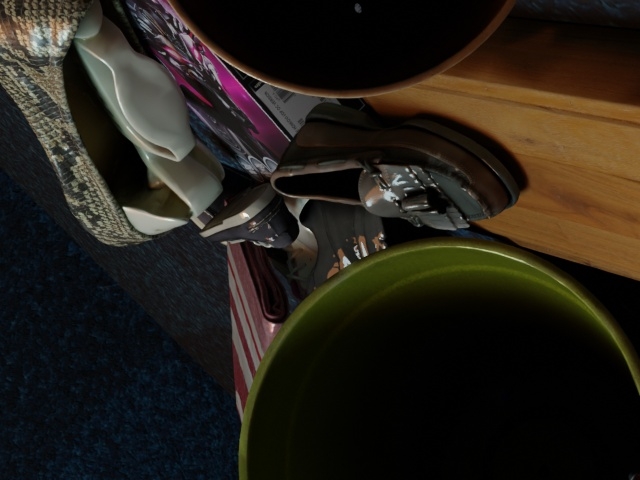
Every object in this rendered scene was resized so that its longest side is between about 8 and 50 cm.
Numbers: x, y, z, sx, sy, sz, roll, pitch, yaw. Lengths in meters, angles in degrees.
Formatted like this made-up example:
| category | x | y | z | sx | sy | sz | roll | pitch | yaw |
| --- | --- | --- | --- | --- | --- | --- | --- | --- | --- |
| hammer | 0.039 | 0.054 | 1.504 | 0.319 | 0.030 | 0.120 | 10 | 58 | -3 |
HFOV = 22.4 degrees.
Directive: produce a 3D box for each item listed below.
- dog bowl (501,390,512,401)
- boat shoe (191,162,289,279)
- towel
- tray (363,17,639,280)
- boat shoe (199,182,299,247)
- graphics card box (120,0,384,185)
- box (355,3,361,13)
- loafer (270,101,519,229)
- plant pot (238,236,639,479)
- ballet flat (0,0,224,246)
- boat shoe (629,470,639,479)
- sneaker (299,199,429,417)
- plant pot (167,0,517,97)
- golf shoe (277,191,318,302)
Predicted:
| category | x | y | z | sx | sy | sz | roll | pitch | yaw |
| --- | --- | --- | --- | --- | --- | --- | --- | --- | --- |
| dog bowl | 0.094 | 0.223 | 1.876 | 0.265 | 0.265 | 0.104 | 25 | 155 | 51 |
| boat shoe | -0.062 | -0.028 | 1.935 | 0.285 | 0.103 | 0.092 | 37 | 154 | 25 |
| towel | -0.066 | 0.144 | 1.854 | 0.237 | 0.037 | 0.329 | -110 | 16 | -51 |
| tray | 0.188 | -0.065 | 1.200 | 0.203 | 0.076 | 0.411 | 52 | 164 | -28 |
| boat shoe | -0.073 | -0.013 | 1.701 | 0.065 | 0.075 | 0.206 | 47 | 166 | -9 |
| graphics card box | -0.107 | -0.204 | 1.556 | 0.371 | 0.094 | 0.233 | 48 | 167 | -19 |
| box | -0.008 | -0.227 | 1.333 | 0.105 | 0.043 | 0.179 | 39 | 167 | 20 |
| loafer | 0.054 | -0.045 | 1.300 | 0.096 | 0.084 | 0.267 | 52 | 164 | -29 |
| plant pot | 0.166 | 0.205 | 1.488 | 0.366 | 0.366 | 0.353 | 37 | -174 | 24 |
| ballet flat | -0.194 | -0.109 | 1.618 | 0.182 | 0.164 | 0.483 | 23 | 158 | 26 |
| boat shoe | 0.381 | 0.297 | 1.749 | 0.137 | 0.049 | 0.043 | 44 | 163 | -12 |
| sneaker | 0.054 | 0.071 | 1.669 | 0.130 | 0.109 | 0.286 | 0 | 107 | 32 |
| plant pot | 0.009 | -0.200 | 1.052 | 0.237 | 0.237 | 0.254 | 44 | 179 | -1 |
| golf shoe | 0.000 | 0.000 | 1.758 | 0.306 | 0.140 | 0.115 | 43 | 167 | 7 |
